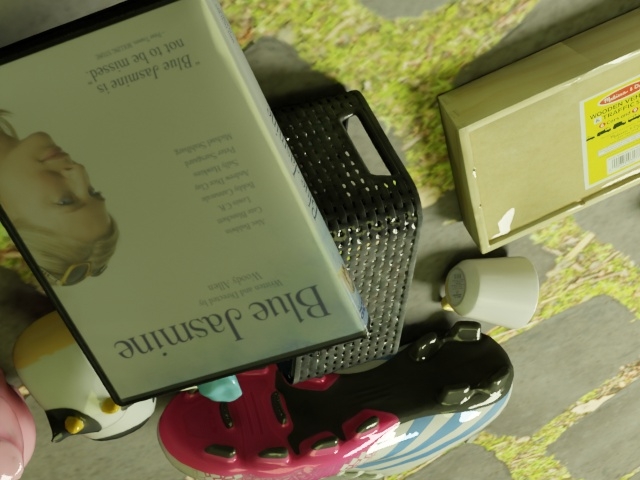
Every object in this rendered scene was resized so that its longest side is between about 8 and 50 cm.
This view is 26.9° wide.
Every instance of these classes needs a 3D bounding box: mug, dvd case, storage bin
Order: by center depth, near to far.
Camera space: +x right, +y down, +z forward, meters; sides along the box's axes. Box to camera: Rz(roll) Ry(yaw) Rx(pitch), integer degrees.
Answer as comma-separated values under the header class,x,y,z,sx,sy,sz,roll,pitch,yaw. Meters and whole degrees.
class,x,y,z,sx,sy,sz,roll,pitch,yaw
dvd case,-0.098,-0.017,0.798,0.180,0.022,0.253,-18,121,14
storage bin,0.000,0.000,0.924,0.084,0.122,0.180,-15,143,-18
mug,0.138,0.047,1.131,0.064,0.062,0.078,6,128,-27

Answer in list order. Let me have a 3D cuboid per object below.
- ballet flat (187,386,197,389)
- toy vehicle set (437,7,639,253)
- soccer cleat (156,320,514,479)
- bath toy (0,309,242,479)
class,x,y,z,sx,sy,sz,roll,pitch,yaw
ballet flat,-0.093,0.099,1.063,0.114,0.041,0.041,-10,142,-23
toy vehicle set,0.226,-0.099,1.018,0.267,0.035,0.166,-24,145,-4
soccer cleat,0.017,0.167,1.154,0.331,0.116,0.143,-9,141,-23
bath toy,-0.228,0.140,0.954,0.348,0.129,0.151,-27,145,2
